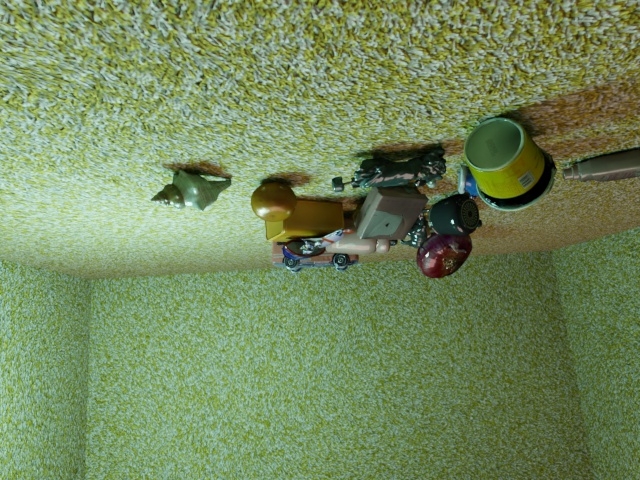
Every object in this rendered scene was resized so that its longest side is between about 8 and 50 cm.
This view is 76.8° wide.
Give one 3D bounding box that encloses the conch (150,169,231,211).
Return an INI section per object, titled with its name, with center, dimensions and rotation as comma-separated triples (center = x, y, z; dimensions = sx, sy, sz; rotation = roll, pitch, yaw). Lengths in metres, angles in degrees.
[conch]
center = -0.386, -0.150, 1.214
dimensions = 0.234, 0.137, 0.114
rotation = -12, 144, -8

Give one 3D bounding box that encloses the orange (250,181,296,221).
[orange]
center = -0.159, -0.134, 1.375
dimensions = 0.157, 0.123, 0.156
rotation = -3, 151, -1

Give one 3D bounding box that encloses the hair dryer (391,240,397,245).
[hair dryer]
center = 0.316, -0.070, 1.915
dimensions = 0.070, 0.128, 0.255
rotation = -7, 158, 17

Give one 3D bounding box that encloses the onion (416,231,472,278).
[onion]
center = 0.704, 0.050, 2.381
dimensions = 0.348, 0.285, 0.347
rotation = -19, 137, -18

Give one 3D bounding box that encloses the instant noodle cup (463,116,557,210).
[instant noodle cup]
center = 0.497, -0.210, 1.088
dimensions = 0.216, 0.215, 0.236
rotation = -12, 159, 34

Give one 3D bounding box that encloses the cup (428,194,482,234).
[cup]
center = 0.581, -0.092, 1.720
dimensions = 0.223, 0.169, 0.177
rotation = 21, 162, -32

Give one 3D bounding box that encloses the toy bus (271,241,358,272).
[toy bus]
center = -0.024, 0.039, 2.038
dimensions = 0.428, 0.232, 0.203
rotation = -3, 169, 3

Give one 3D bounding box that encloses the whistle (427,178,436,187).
[whistle]
center = 0.385, -0.210, 1.422
dimensions = 0.035, 0.035, 0.100
rotation = -10, 166, 26

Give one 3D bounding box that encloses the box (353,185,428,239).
[box]
center = 0.260, -0.107, 1.522
dimensions = 0.216, 0.086, 0.215
rotation = 1, 133, -27

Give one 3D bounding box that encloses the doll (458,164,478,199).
[doll]
center = 0.578, -0.199, 1.317
dimensions = 0.257, 0.160, 0.215
rotation = 10, -174, 14

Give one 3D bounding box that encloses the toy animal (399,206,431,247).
[toy animal]
center = 0.443, -0.069, 1.895
dimensions = 0.137, 0.082, 0.269
rotation = 27, 139, 28

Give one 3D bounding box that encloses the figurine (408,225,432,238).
[figurine]
center = 0.490, -0.059, 2.030
dimensions = 0.125, 0.125, 0.138
rotation = -12, 154, 34

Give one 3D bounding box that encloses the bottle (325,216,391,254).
[bottle]
center = 0.176, -0.024, 1.823
dimensions = 0.298, 0.172, 0.206
rotation = 6, 155, 5

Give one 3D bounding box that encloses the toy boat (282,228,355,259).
[toy boat]
center = 0.001, 0.009, 1.632
dimensions = 0.319, 0.071, 0.219
rotation = -18, 162, 16

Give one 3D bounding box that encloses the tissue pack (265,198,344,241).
[tissue pack]
center = -0.069, -0.073, 1.665
dimensions = 0.275, 0.145, 0.194
rotation = 3, 169, -28

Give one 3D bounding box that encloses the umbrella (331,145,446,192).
[umbrella]
center = 0.204, -0.206, 1.213
dimensions = 0.350, 0.094, 0.143
rotation = -11, 150, 3

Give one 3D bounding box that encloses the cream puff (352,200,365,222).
[cream puff]
center = 0.205, -0.104, 1.659
dimensions = 0.150, 0.115, 0.165
rotation = -13, 152, -2

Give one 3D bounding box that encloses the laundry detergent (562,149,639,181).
[laundry detergent]
center = 0.972, -0.238, 1.395
dimensions = 0.237, 0.075, 0.171
rotation = -10, 168, 26
